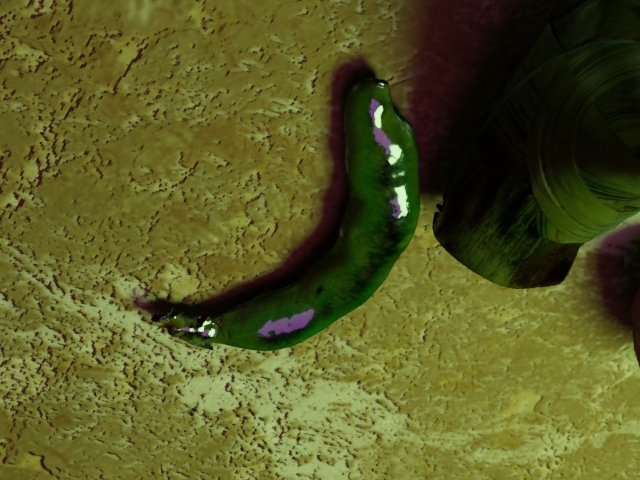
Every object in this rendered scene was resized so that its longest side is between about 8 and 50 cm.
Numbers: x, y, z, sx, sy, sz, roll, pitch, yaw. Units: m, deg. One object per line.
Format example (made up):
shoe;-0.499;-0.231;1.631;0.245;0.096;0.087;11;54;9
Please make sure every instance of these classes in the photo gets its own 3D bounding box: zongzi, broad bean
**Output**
zongzi;0.178;-0.036;1.350;0.138;0.300;0.286;30;121;-10
broad bean;0.000;0.000;1.494;0.144;0.049;0.292;26;119;-32

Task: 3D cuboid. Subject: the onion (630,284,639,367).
onion;0.369;0.079;1.601;0.207;0.200;0.200;-48;134;-17
